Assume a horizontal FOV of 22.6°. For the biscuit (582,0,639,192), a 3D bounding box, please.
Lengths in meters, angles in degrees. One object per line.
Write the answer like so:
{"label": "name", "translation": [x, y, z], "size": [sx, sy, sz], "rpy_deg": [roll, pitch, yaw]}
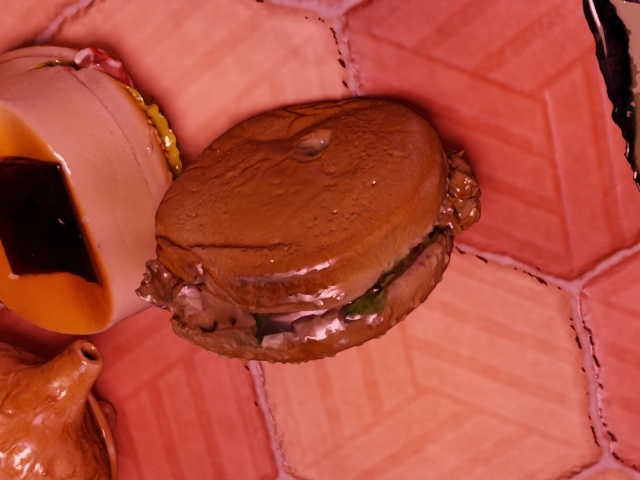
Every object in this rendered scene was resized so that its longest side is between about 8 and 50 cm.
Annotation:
{"label": "biscuit", "translation": [0.225, -0.114, 1.001], "size": [0.099, 0.038, 0.322], "rpy_deg": [-14, 110, 21]}

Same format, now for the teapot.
{"label": "teapot", "translation": [-0.233, 0.171, 1.241], "size": [0.203, 0.167, 0.311], "rpy_deg": [55, 143, 18]}

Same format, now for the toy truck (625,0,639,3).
{"label": "toy truck", "translation": [0.270, -0.233, 0.790], "size": [0.388, 0.207, 0.173], "rpy_deg": [-4, 118, -9]}

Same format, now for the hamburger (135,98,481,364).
{"label": "hamburger", "translation": [0.000, 0.000, 1.052], "size": [0.215, 0.189, 0.122], "rpy_deg": [-9, 123, 20]}

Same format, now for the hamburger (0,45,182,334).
{"label": "hamburger", "translation": [-0.176, -0.034, 1.136], "size": [0.173, 0.116, 0.210], "rpy_deg": [-4, 119, 29]}
